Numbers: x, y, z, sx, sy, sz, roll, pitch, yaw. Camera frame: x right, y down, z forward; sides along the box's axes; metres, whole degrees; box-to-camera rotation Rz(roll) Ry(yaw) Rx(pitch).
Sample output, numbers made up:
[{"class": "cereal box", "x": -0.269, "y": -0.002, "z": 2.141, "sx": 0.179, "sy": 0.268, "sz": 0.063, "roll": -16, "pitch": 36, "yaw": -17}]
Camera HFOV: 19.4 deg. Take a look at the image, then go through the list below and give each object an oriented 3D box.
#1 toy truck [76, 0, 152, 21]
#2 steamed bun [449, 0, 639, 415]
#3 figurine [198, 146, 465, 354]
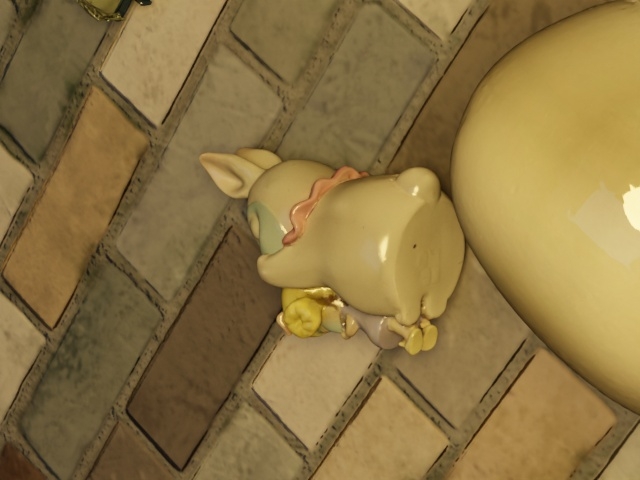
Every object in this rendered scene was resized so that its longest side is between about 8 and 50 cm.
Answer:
[{"class": "toy truck", "x": -0.157, "y": -0.282, "z": 1.634, "sx": 0.074, "sy": 0.088, "sz": 0.201, "roll": 46, "pitch": 125, "yaw": 20}, {"class": "steamed bun", "x": 0.225, "y": -0.002, "z": 1.266, "sx": 0.206, "sy": 0.324, "sz": 0.324, "roll": -45, "pitch": 71, "yaw": 2}, {"class": "figurine", "x": 0.000, "y": 0.000, "z": 1.577, "sx": 0.235, "sy": 0.127, "sz": 0.155, "roll": 14, "pitch": 120, "yaw": 40}]
